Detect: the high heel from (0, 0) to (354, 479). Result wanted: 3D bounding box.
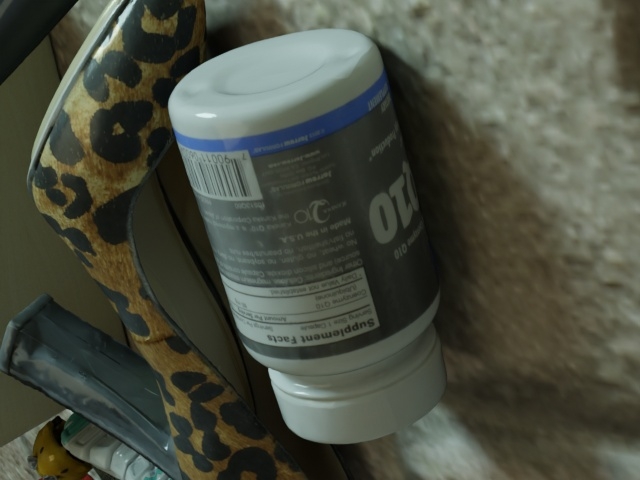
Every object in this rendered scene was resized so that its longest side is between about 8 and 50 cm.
[{"bbox_3d":[-0.032,0.012,0.651,0.186,0.093,0.261,29,131,8],"label":"high heel"}]

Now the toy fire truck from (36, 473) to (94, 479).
[{"bbox_3d":[-0.109,0.321,0.965,0.302,0.169,0.254,38,126,33],"label":"toy fire truck"}]

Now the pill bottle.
[{"bbox_3d":[0.000,0.000,0.555,0.078,0.078,0.137,18,131,51],"label":"pill bottle"}]

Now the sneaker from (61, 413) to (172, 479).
[{"bbox_3d":[-0.074,0.137,0.832,0.166,0.065,0.076,32,159,52],"label":"sneaker"}]

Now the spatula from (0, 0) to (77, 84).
[{"bbox_3d":[-0.181,-0.051,0.689,0.084,0.030,0.296,37,119,-24],"label":"spatula"}]

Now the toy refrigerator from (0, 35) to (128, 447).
[{"bbox_3d":[-0.190,-0.031,0.805,0.094,0.102,0.269,29,140,43],"label":"toy refrigerator"}]

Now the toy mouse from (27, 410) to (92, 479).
[{"bbox_3d":[-0.118,0.166,0.885,0.143,0.031,0.161,46,-177,-4],"label":"toy mouse"}]
